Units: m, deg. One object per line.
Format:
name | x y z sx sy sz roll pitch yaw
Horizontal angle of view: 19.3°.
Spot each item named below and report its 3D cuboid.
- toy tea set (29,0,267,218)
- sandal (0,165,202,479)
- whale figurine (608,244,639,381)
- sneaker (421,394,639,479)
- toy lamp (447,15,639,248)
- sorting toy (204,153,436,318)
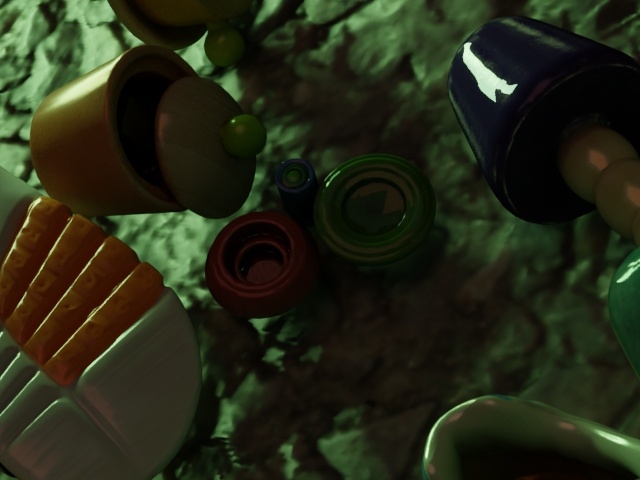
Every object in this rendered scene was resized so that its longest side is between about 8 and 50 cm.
toy tea set | -0.080 -0.177 0.834 0.124 0.336 0.200 -13 12 35
sandal | -0.142 0.026 0.826 0.102 0.076 0.265 -34 55 -20
whale figurine | 0.184 0.025 0.495 0.216 0.141 0.272 14 68 12
sneaker | 0.120 0.123 0.579 0.228 0.092 0.087 25 69 40
toy lamp | 0.134 0.003 0.680 0.080 0.080 0.275 -38 48 -1
sorting toy | 0.000 0.000 0.795 0.102 0.042 0.061 -21 61 0
